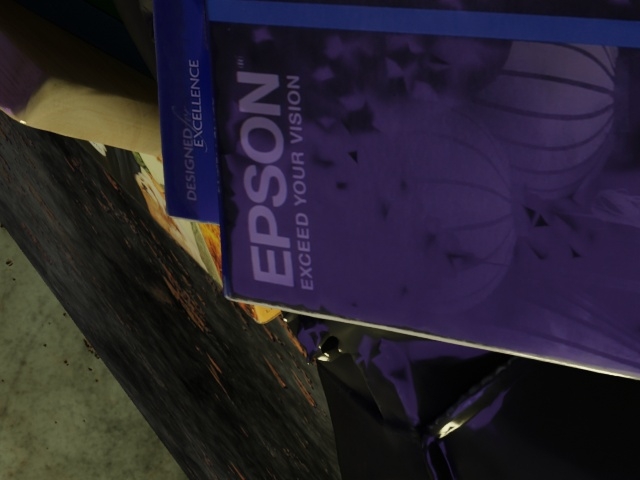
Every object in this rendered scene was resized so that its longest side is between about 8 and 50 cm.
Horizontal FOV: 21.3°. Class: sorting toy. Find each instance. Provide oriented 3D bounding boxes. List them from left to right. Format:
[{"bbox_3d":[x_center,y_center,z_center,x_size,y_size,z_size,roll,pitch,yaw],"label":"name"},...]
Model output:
[{"bbox_3d":[-0.117,-0.146,0.773,0.257,0.089,0.255,43,-166,23],"label":"sorting toy"}]

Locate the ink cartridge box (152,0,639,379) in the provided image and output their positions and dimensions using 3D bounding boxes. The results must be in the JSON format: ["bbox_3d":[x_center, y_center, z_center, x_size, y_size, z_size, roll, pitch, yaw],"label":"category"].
[{"bbox_3d":[0.064,-0.054,0.418,0.332,0.065,0.165,8,110,36],"label":"ink cartridge box"}]

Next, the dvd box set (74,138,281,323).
[{"bbox_3d":[-0.140,-0.147,1.148,0.307,0.062,0.420,44,163,25],"label":"dvd box set"}]

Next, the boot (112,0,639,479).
[{"bbox_3d":[0.076,-0.079,0.535,0.367,0.146,0.445,-17,95,42],"label":"boot"}]
